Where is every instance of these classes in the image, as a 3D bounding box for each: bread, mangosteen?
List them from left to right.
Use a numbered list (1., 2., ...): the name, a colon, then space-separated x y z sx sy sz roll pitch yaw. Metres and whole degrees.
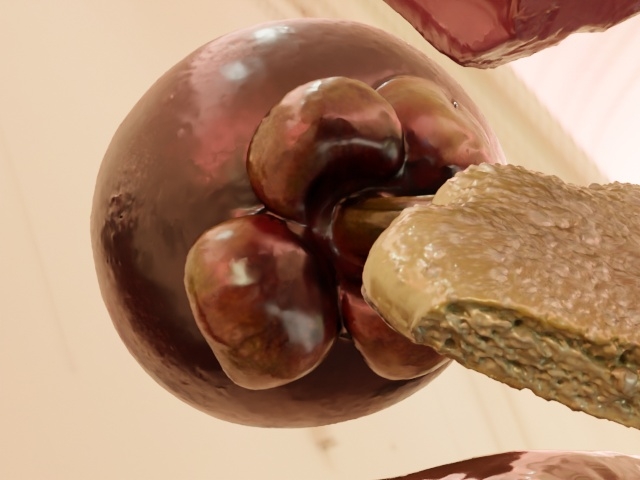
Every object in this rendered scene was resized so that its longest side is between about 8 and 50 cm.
1. mangosteen: 0.000 0.000 1.604 0.382 0.435 0.382 -7 -69 -19
2. bread: 0.159 0.028 0.905 0.287 0.207 0.056 19 -63 -8

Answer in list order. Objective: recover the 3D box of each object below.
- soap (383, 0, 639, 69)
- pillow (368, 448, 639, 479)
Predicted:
1. soap: 0.074 -0.276 1.173 0.233 0.359 0.128 -31 -29 -28
2. pillow: 0.114 0.195 1.134 0.308 0.108 0.305 10 -24 -43
